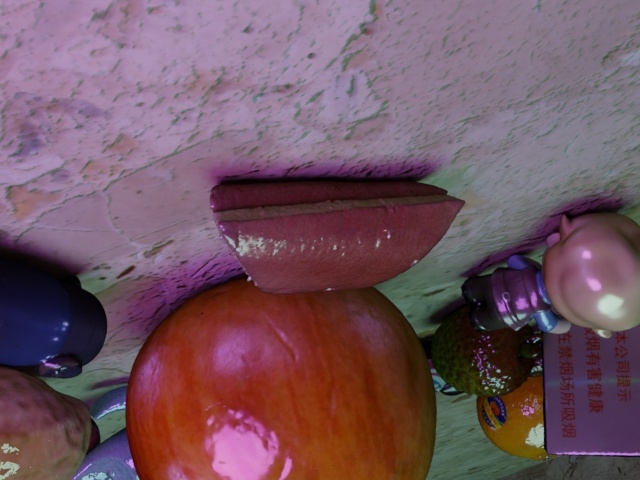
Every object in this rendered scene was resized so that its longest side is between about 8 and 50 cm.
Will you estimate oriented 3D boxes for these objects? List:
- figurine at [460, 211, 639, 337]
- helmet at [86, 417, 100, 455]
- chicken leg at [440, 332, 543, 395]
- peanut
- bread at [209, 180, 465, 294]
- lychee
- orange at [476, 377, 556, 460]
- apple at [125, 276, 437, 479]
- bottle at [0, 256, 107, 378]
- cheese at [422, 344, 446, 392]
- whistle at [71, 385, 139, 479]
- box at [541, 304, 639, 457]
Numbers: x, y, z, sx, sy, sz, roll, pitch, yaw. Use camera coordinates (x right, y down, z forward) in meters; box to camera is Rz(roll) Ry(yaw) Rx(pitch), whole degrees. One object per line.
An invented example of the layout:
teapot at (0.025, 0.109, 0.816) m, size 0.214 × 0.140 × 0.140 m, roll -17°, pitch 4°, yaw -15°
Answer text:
figurine at (0.233, 0.045, 0.850) m, size 0.108 × 0.114 × 0.196 m, roll 5°, pitch 158°, yaw -41°
helmet at (-0.286, 0.221, 1.004) m, size 0.065 × 0.049 × 0.084 m, roll 12°, pitch 148°, yaw 37°
chicken leg at (0.346, 0.137, 1.154) m, size 0.407 × 0.095 × 0.158 m, roll -25°, pitch 153°, yaw 25°
peanut at (-0.347, 0.179, 0.750) m, size 0.313 × 0.149 × 0.149 m, roll -2°, pitch 155°, yaw -41°
bread at (0.000, 0.001, 0.638) m, size 0.192 × 0.067 × 0.119 m, roll -4°, pitch 155°, yaw -25°
lychee at (0.193, 0.126, 0.999) m, size 0.146 × 0.114 × 0.114 m, roll -16°, pitch 163°, yaw 42°
orange at (0.340, 0.270, 1.394) m, size 0.178 × 0.155 × 0.177 m, roll -17°, pitch 147°, yaw -11°
apple at (-0.032, 0.160, 0.778) m, size 0.286 × 0.233 × 0.286 m, roll -14°, pitch 158°, yaw -6°
bottle at (-0.238, 0.041, 0.563) m, size 0.072 × 0.082 × 0.244 m, roll -26°, pitch 156°, yaw 19°
cheese at (0.081, 0.195, 1.160) m, size 0.244 × 0.062 × 0.155 m, roll -26°, pitch 157°, yaw 27°
whistle at (-0.163, 0.224, 0.983) m, size 0.269 × 0.180 × 0.093 m, roll -30°, pitch -157°, yaw -10°
box at (0.403, 0.141, 0.945) m, size 0.310 × 0.198 × 0.084 m, roll -5°, pitch 165°, yaw 27°
